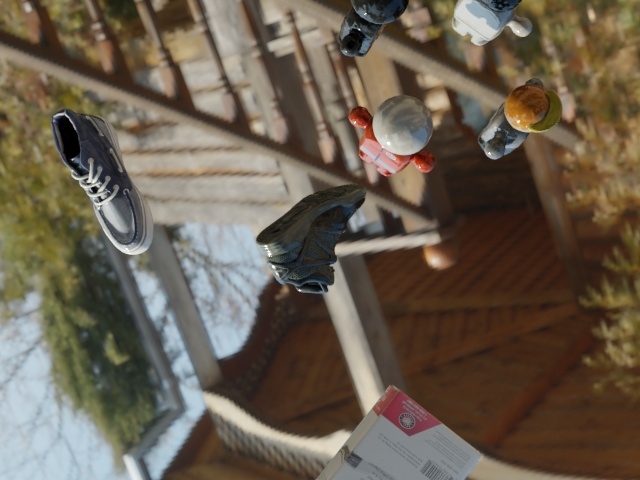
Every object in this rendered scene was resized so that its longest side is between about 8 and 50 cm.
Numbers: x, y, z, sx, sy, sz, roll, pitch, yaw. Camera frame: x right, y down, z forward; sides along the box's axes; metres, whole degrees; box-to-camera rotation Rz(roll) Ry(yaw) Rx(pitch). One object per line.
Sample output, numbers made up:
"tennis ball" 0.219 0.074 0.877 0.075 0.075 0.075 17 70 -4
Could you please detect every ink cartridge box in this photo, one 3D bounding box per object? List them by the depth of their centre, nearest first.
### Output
"ink cartridge box" 0.100 0.343 1.742 0.218 0.158 0.092 -52 -176 -4

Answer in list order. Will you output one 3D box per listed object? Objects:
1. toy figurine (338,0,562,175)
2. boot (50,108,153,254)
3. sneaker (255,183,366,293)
"toy figurine" 0.127 -0.180 1.240 0.209 0.213 0.148 -7 170 -9
"boot" -0.272 -0.070 1.476 0.069 0.190 0.086 -31 165 18
"sneaker" 0.000 0.000 1.935 0.087 0.130 0.227 2 -148 43
